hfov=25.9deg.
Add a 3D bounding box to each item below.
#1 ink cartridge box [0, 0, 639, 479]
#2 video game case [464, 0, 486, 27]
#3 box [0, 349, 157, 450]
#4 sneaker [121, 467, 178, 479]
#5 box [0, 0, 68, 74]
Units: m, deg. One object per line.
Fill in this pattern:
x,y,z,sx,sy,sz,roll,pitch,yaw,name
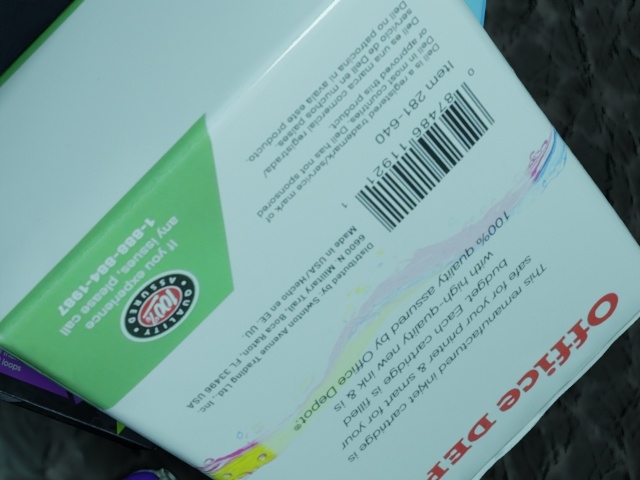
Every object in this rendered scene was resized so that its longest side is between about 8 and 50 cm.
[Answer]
0.000,0.000,0.599,0.201,0.117,0.278,-45,137,2,ink cartridge box
0.024,-0.132,0.782,0.166,0.015,0.119,14,78,-33,video game case
-0.107,0.007,0.672,0.116,0.029,0.162,26,70,-30,box
-0.129,0.231,0.593,0.146,0.102,0.293,2,57,6,sneaker
-0.251,-0.134,0.412,0.294,0.182,0.296,30,61,8,box
